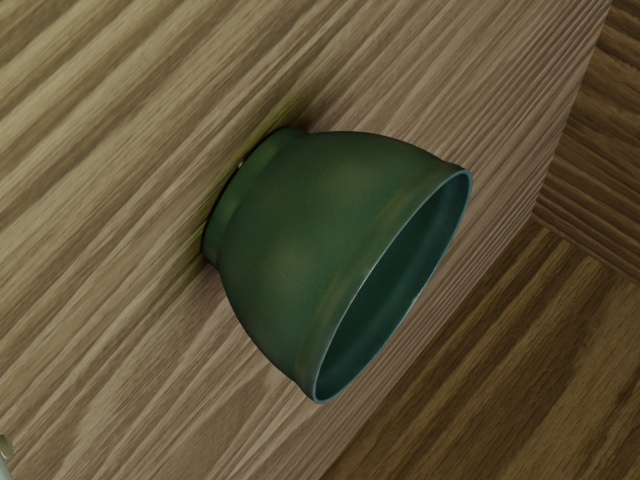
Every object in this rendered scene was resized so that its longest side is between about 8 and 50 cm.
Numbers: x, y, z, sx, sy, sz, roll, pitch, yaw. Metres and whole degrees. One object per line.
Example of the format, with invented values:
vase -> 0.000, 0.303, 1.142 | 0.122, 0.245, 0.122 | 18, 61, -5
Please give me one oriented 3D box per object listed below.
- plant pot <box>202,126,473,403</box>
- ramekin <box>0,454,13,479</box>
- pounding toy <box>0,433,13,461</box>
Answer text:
plant pot -> 0.000, 0.000, 1.806 | 0.293, 0.196, 0.293 | -52, 165, -20
ramekin -> -0.301, 0.213, 0.961 | 0.273, 0.272, 0.127 | -62, -156, 21
pounding toy -> -0.329, 0.080, 1.039 | 0.183, 0.110, 0.237 | -31, 134, 18
